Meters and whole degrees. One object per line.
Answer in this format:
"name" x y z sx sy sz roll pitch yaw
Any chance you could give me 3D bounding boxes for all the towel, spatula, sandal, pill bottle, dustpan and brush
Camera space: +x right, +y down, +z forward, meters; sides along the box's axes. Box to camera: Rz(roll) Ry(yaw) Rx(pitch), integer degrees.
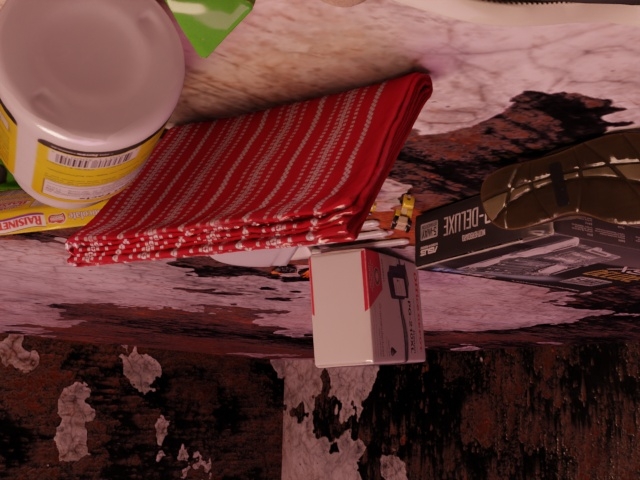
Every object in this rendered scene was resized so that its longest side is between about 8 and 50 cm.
"towel" -0.057 -0.059 0.679 0.274 0.199 0.031 -6 126 31
"spatula" 0.000 0.000 1.264 0.242 0.019 0.168 -9 163 25
"sandal" 0.265 -0.053 0.844 0.219 0.090 0.060 -12 178 42
"pill bottle" -0.173 -0.093 0.611 0.119 0.119 0.208 6 167 -20
"dustpan and brush" -0.136 -0.012 1.153 0.211 0.060 0.147 -2 158 -17

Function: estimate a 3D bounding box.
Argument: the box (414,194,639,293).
"box" 0.314 0.000 1.084 0.307 0.077 0.242 9 165 -31

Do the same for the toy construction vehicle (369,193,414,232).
"toy construction vehicle" 0.072 -0.040 1.045 0.085 0.035 0.098 12 165 4

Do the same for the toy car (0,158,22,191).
"toy car" -0.390 -0.070 0.892 0.225 0.053 0.239 -3 168 16

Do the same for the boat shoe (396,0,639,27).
"boat shoe" 0.129 -0.150 0.347 0.340 0.127 0.113 16 140 -1

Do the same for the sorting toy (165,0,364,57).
"sorting toy" 0.000 -0.181 0.238 0.196 0.047 0.347 33 138 -25

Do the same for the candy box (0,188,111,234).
"candy box" -0.238 -0.034 0.807 0.205 0.027 0.105 -7 -162 -3

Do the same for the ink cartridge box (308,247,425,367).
"ink cartridge box" 0.079 0.112 1.355 0.100 0.172 0.237 -8 170 25

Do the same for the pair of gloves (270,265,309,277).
"pair of gloves" -0.041 0.055 1.521 0.083 0.010 0.074 9 167 -21
